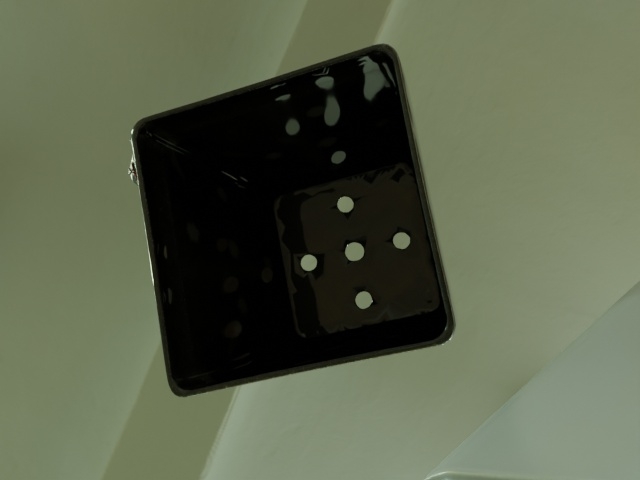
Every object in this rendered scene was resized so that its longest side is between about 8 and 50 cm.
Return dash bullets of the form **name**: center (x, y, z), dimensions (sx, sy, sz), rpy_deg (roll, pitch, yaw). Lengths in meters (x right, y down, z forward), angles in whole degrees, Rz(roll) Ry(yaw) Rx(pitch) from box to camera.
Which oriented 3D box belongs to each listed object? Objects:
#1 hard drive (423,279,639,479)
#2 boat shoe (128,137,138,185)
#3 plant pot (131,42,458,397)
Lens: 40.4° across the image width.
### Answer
- **hard drive**: center (0.239, 0.042, 0.393), dimensions (0.353, 0.233, 0.047), rpy_deg (-26, -78, -45)
- **boat shoe**: center (-0.171, -0.069, 0.882), dimensions (0.042, 0.133, 0.049), rpy_deg (-32, -109, -11)
- **plant pot**: center (0.000, 0.000, 0.615), dimensions (0.188, 0.167, 0.187), rpy_deg (-14, -102, 16)
